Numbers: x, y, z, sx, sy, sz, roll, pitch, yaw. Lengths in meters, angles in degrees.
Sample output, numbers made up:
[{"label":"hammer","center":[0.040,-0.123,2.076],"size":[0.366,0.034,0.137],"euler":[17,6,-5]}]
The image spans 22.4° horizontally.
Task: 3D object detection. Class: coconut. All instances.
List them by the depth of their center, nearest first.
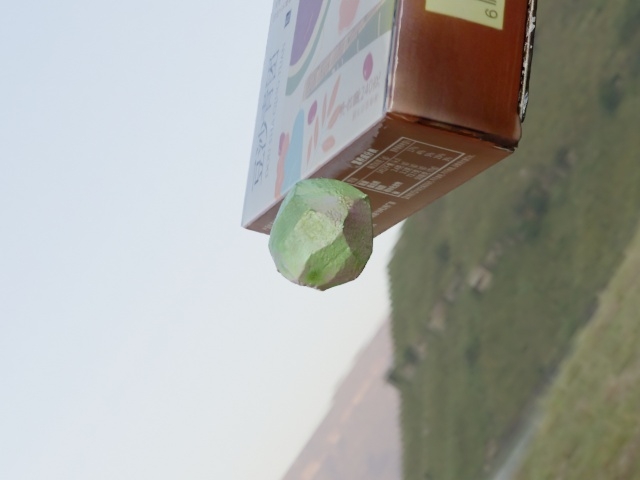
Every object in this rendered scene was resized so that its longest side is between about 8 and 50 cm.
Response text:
[{"label":"coconut","center":[0.000,0.000,1.227],"size":[0.082,0.083,0.081],"euler":[-40,-22,-55]}]

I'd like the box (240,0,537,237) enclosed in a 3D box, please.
[{"label":"box","center":[0.060,-0.203,1.459],"size":[0.385,0.122,0.345],"euler":[146,133,-66]}]
